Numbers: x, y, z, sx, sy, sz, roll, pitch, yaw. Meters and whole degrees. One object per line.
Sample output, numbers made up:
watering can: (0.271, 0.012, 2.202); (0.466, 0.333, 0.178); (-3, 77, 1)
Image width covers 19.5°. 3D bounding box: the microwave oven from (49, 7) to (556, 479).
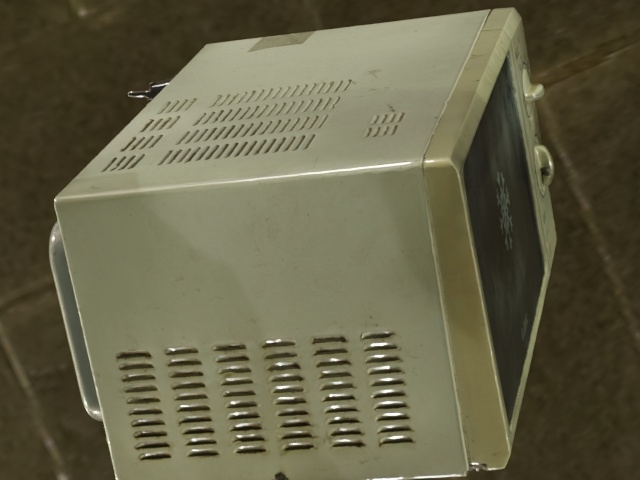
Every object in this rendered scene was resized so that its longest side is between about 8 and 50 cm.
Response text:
microwave oven: (0.000, 0.000, 0.824); (0.194, 0.240, 0.145); (-9, 109, 15)
